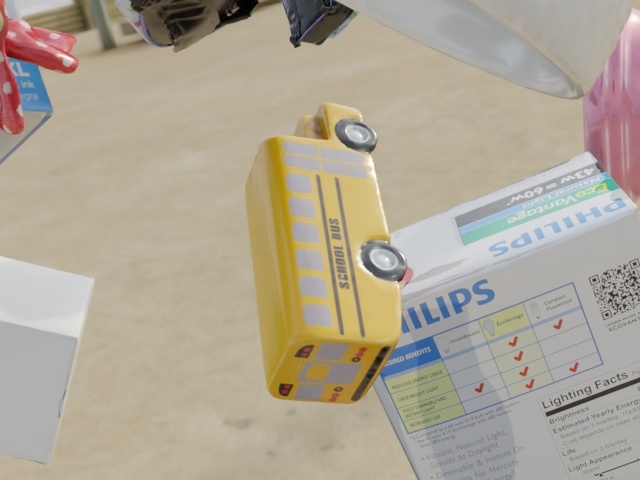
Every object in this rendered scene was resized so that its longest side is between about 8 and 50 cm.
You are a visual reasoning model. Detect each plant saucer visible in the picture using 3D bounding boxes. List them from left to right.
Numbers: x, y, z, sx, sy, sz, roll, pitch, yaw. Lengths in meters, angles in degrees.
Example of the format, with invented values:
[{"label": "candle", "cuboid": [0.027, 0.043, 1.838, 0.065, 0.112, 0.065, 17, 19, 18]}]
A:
[{"label": "plant saucer", "cuboid": [0.428, -0.191, 1.448, 0.084, 0.332, 0.332, 1, 23, 20]}]

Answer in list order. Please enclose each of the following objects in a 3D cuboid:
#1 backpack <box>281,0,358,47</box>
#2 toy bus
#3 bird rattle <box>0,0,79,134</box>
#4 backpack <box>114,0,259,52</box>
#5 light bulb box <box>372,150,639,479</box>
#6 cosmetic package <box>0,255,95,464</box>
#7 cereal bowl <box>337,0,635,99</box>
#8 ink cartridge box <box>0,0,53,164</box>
[{"label": "backpack", "cuboid": [-0.003, -0.343, 1.436, 0.084, 0.114, 0.105, -3, -26, -41]}, {"label": "toy bus", "cuboid": [0.000, 0.000, 1.045, 0.130, 0.108, 0.332, 6, 47, -18]}, {"label": "bird rattle", "cuboid": [-0.250, -0.181, 0.625, 0.143, 0.253, 0.207, -21, 6, -6]}, {"label": "backpack", "cuboid": [-0.124, -0.319, 1.024, 0.277, 0.213, 0.263, -30, -13, -13]}, {"label": "light bulb box", "cuboid": [0.253, 0.137, 1.273, 0.358, 0.361, 0.225, -22, 20, 8]}, {"label": "cosmetic package", "cuboid": [-0.471, 0.114, 1.202, 0.366, 0.196, 0.155, 15, 24, -13]}, {"label": "cereal bowl", "cuboid": [0.006, -0.204, 0.470, 0.339, 0.141, 0.339, 29, 7, -4]}, {"label": "ink cartridge box", "cuboid": [-0.466, -0.243, 1.060, 0.166, 0.394, 0.285, -10, -15, -47]}]
